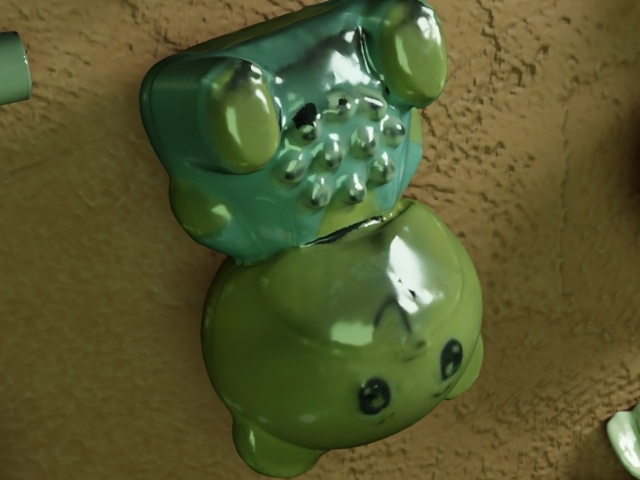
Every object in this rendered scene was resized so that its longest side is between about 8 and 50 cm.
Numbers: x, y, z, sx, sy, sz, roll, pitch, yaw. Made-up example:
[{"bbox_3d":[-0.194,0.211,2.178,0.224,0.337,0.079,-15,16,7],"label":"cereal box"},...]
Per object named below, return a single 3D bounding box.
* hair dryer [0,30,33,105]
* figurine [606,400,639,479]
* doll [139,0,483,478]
[{"bbox_3d":[-0.265,-0.131,0.866,0.219,0.088,0.225,8,108,-27],"label":"hair dryer"},{"bbox_3d":[0.311,0.218,1.035,0.394,0.226,0.274,-17,79,-12],"label":"figurine"},{"bbox_3d":[0.000,0.000,0.909,0.177,0.161,0.261,-25,107,-26],"label":"doll"}]
